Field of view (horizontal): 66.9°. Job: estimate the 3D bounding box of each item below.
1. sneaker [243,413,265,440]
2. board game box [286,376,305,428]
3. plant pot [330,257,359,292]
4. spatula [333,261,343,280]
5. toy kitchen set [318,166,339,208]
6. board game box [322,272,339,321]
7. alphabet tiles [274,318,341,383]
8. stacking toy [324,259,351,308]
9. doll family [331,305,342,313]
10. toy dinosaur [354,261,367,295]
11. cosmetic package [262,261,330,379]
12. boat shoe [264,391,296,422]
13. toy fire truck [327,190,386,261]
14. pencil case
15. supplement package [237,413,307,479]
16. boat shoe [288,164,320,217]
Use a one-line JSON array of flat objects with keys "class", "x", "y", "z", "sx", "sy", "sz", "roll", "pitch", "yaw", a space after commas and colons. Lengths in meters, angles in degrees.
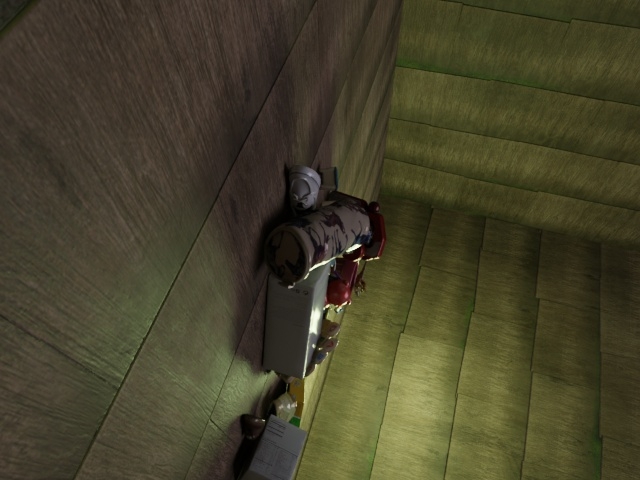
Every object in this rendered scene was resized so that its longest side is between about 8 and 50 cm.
[{"class": "sneaker", "x": -0.218, "y": 0.615, "z": 1.583, "sx": 0.188, "sy": 0.066, "sz": 0.071, "roll": 81, "pitch": 26, "yaw": -64}, {"class": "board game box", "x": -0.115, "y": 0.686, "z": 2.041, "sx": 0.316, "sy": 0.064, "sz": 0.242, "roll": -91, "pitch": -169, "yaw": -73}, {"class": "plant pot", "x": 0.063, "y": 0.156, "z": 2.174, "sx": 0.201, "sy": 0.180, "sz": 0.202, "roll": 13, "pitch": 90, "yaw": -80}, {"class": "spatula", "x": 0.049, "y": 0.072, "z": 1.941, "sx": 0.084, "sy": 0.030, "sz": 0.297, "roll": 65, "pitch": 3, "yaw": -69}, {"class": "toy kitchen set", "x": 0.051, "y": -0.168, "z": 1.820, "sx": 0.207, "sy": 0.122, "sz": 0.166, "roll": 124, "pitch": -37, "yaw": -80}, {"class": "board game box", "x": 0.027, "y": 0.237, "z": 1.962, "sx": 0.141, "sy": 0.048, "sz": 0.170, "roll": -68, "pitch": 172, "yaw": -60}, {"class": "alphabet tiles", "x": -0.049, "y": 0.402, "z": 1.790, "sx": 0.284, "sy": 0.021, "sz": 0.278, "roll": -44, "pitch": -163, "yaw": -16}, {"class": "stacking toy", "x": 0.036, "y": 0.071, "z": 1.769, "sx": 0.280, "sy": 0.130, "sz": 0.309, "roll": -76, "pitch": 157, "yaw": -62}, {"class": "doll family", "x": 0.029, "y": 0.346, "z": 2.517, "sx": 0.263, "sy": 0.118, "sz": 0.163, "roll": -44, "pitch": 157, "yaw": -38}, {"class": "toy dinosaur", "x": 0.181, "y": 0.171, "z": 2.207, "sx": 0.112, "sy": 0.064, "sz": 0.212, "roll": -95, "pitch": -158, "yaw": -60}, {"class": "cosmetic package", "x": -0.079, "y": 0.237, "z": 1.597, "sx": 0.217, "sy": 0.156, "sz": 0.385, "roll": -59, "pitch": 161, "yaw": -59}, {"class": "boat shoe", "x": -0.182, "y": 0.707, "z": 1.851, "sx": 0.098, "sy": 0.109, "sz": 0.302, "roll": -8, "pitch": 130, "yaw": -41}, {"class": "toy fire truck", "x": 0.138, "y": -0.056, "z": 2.016, "sx": 0.169, "sy": 0.302, "sz": 0.254, "roll": 0, "pitch": 108, "yaw": -58}, {"class": "pencil case", "x": 0.000, "y": 0.000, "z": 1.425, "sx": 0.410, "sy": 0.159, "sz": 0.184, "roll": -27, "pitch": 109, "yaw": -55}, {"class": "supplement package", "x": -0.169, "y": 0.757, "z": 1.673, "sx": 0.194, "sy": 0.149, "sz": 0.203, "roll": -62, "pitch": -178, "yaw": 43}, {"class": "boat shoe", "x": -0.048, "y": -0.131, "z": 1.432, "sx": 0.258, "sy": 0.095, "sz": 0.084, "roll": 75, "pitch": 26, "yaw": -67}]
